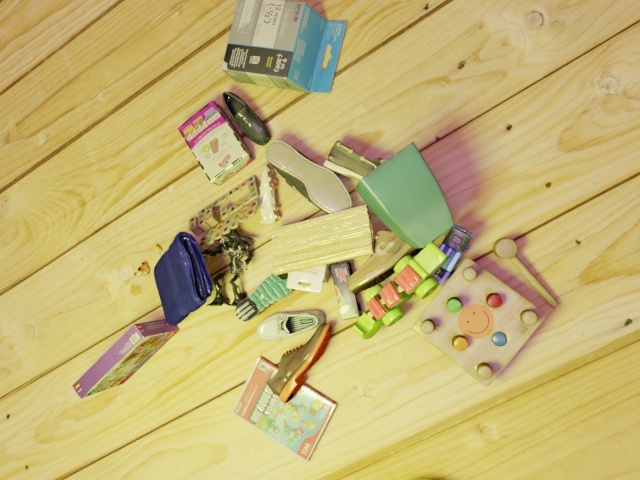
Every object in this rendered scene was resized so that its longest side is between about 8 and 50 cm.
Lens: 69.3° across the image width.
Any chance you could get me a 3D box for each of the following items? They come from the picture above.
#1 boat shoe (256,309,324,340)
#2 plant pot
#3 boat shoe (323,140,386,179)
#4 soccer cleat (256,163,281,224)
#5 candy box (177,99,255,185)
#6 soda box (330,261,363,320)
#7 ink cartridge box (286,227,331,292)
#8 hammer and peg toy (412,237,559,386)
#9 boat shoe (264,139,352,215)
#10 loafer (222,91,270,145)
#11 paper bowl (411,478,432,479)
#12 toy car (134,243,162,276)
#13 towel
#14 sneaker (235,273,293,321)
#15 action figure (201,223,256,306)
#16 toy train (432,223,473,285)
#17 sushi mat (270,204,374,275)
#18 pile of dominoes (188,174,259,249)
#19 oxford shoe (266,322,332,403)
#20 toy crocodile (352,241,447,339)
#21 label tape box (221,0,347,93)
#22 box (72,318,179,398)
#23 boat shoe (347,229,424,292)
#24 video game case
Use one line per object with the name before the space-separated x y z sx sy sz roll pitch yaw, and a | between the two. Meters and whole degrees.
boat shoe | -0.102 0.256 1.421 0.226 0.076 0.083 -19 80 13
plant pot | 0.231 -0.102 1.220 0.166 0.166 0.234 -36 88 -2
boat shoe | 0.156 -0.207 1.372 0.305 0.109 0.091 26 97 20
soccer cleat | -0.176 -0.148 1.482 0.076 0.068 0.196 -8 86 18
candy box | -0.346 -0.322 1.538 0.159 0.071 0.233 -35 77 10
soda box | 0.077 0.151 1.393 0.060 0.053 0.168 -15 81 14
ink cartridge box | -0.027 0.060 1.405 0.116 0.067 0.198 7 75 16
hammer and peg toy | 0.460 0.180 1.246 0.266 0.127 0.361 39 96 15
boat shoe | -0.033 -0.189 1.443 0.335 0.095 0.112 40 85 10
loafer | -0.249 -0.399 1.514 0.076 0.078 0.223 -41 77 9
paper bowl | 0.287 0.788 1.234 0.285 0.148 0.284 -1 86 15
toy car | -0.585 0.077 1.581 0.041 0.060 0.122 37 104 -17
towel | -0.432 0.126 1.452 0.308 0.076 0.227 -35 69 49
sneaker | -0.169 0.173 1.453 0.224 0.098 0.083 -33 81 -14
action figure | -0.290 0.071 1.457 0.164 0.141 0.275 1 89 17
toy train | 0.357 0.040 1.298 0.080 0.105 0.184 32 94 16
sushi mat | 0.000 0.000 1.357 0.317 0.019 0.151 -14 67 18
pile of dominoes | -0.308 -0.098 1.470 0.251 0.040 0.196 -32 41 11
oxford shoe | -0.064 0.347 1.380 0.098 0.097 0.271 34 89 20
toy crocodile | 0.212 0.141 1.271 0.340 0.105 0.115 -48 66 26
label tape box | -0.117 -0.624 1.480 0.348 0.115 0.249 13 89 18
box | -0.619 0.372 1.489 0.293 0.201 0.057 -43 77 8
boat shoe | 0.204 0.023 1.342 0.341 0.121 0.110 -37 72 -1
video game case | -0.117 0.518 1.431 0.285 0.025 0.204 27 93 15
